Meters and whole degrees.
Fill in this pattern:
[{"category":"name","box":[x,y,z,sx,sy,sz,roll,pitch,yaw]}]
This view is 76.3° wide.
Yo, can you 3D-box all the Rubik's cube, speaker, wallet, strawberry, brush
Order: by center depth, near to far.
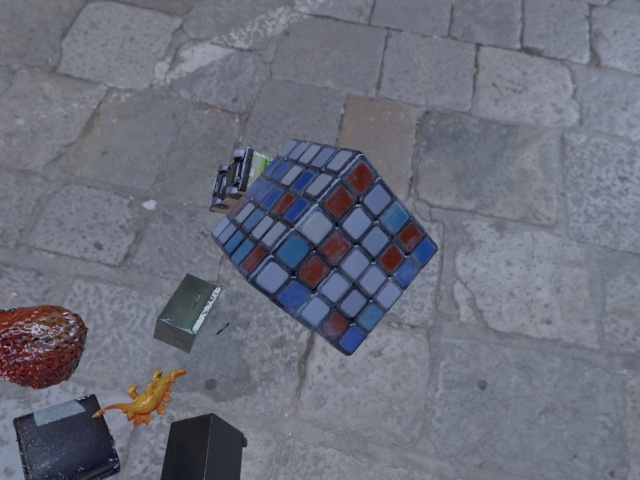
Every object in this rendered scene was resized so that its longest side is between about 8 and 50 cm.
[{"category":"strawberry","box":[-0.278,0.098,0.395,0.096,0.083,0.083,34,63,-23]},{"category":"Rubik's cube","box":[0.000,0.000,0.828,0.293,0.292,0.287,-48,32,-5]},{"category":"wallet","box":[-0.726,0.591,1.169,0.221,0.071,0.262,-7,49,-45]},{"category":"speaker","box":[-0.393,0.758,1.400,0.184,0.254,0.232,-17,44,13]},{"category":"brush","box":[-0.397,0.360,1.659,0.083,0.024,0.008,-43,65,16]}]

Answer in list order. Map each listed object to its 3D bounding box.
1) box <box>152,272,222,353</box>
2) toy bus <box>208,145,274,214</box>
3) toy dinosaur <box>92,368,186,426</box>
[{"category":"box","box":[-0.494,0.269,1.529,0.149,0.155,0.231,25,44,-5]},{"category":"toy bus","box":[-0.231,-0.166,1.293,0.179,0.305,0.143,15,74,-29]},{"category":"toy dinosaur","box":[-0.456,0.424,1.073,0.070,0.288,0.117,2,101,24]}]
